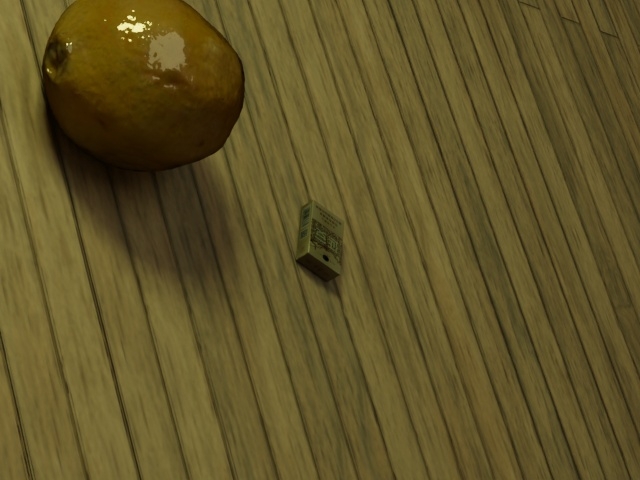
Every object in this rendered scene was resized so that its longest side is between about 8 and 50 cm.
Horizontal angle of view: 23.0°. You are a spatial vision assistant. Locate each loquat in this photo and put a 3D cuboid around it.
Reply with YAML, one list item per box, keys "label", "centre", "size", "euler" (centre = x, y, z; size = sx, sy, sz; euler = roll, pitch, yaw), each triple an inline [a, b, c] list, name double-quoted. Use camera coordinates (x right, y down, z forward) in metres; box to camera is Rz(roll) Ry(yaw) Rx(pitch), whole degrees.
- label: "loquat"
  centre: [-0.174, -0.163, 1.595]
  size: [0.234, 0.176, 0.187]
  euler: [17, 68, -40]

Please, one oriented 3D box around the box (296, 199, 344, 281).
- label: "box"
  centre: [0.000, 0.000, 1.807]
  size: [0.053, 0.024, 0.083]
  euler: [34, 40, -31]
